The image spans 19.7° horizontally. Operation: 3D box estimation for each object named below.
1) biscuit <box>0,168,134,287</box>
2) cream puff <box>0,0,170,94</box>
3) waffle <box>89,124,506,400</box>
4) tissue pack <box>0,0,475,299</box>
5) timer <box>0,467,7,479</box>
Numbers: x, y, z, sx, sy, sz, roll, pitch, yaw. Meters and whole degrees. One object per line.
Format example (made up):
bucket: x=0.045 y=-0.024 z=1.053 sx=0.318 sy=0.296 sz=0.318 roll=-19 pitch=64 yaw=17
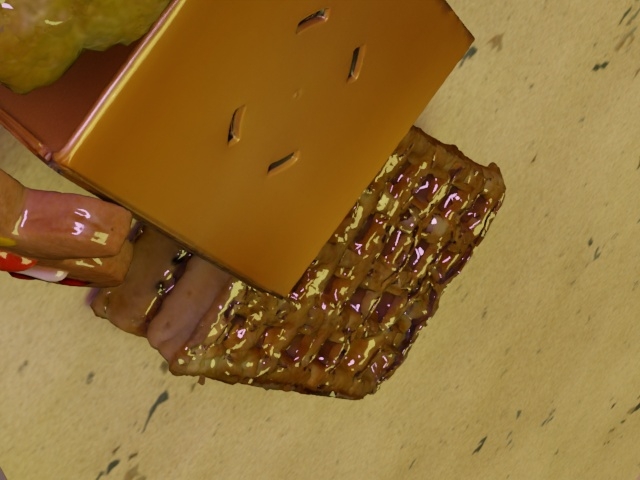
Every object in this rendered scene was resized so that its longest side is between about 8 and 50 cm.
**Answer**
biscuit: x=-0.172 y=-0.011 z=0.874 sx=0.250 sy=0.165 sz=0.036 roll=34 pitch=65 yaw=-63
cream puff: x=-0.113 y=-0.177 z=0.697 sx=0.196 sy=0.244 sz=0.244 roll=21 pitch=104 yaw=-51
waffle: x=0.001 y=0.001 z=1.265 sx=0.213 sy=0.091 sz=0.308 roll=-57 pitch=155 yaw=6
tissue pack: x=-0.063 y=-0.107 z=0.959 sx=0.194 sy=0.145 sz=0.274 roll=-55 pitch=154 yaw=-1
timer: x=-0.281 y=0.197 z=0.848 sx=0.285 sy=0.285 sz=0.285 roll=-40 pitch=152 yaw=-27
